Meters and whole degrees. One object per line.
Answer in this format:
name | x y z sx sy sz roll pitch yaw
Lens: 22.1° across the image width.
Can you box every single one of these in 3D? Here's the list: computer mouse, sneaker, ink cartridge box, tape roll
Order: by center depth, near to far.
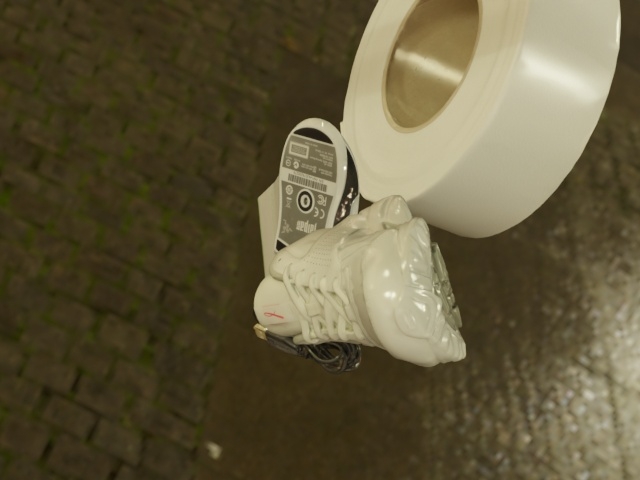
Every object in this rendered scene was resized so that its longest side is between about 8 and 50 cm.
sneaker | 0.018 0.037 0.985 0.232 0.115 0.090 -116 -172 -83
computer mouse | 0.000 0.000 1.278 0.106 0.193 0.042 21 18 41
tape roll | 0.134 -0.149 1.441 0.100 0.286 0.286 19 29 -27
ink cartridge box | -0.027 0.013 1.877 0.056 0.171 0.235 -4 -7 -12
